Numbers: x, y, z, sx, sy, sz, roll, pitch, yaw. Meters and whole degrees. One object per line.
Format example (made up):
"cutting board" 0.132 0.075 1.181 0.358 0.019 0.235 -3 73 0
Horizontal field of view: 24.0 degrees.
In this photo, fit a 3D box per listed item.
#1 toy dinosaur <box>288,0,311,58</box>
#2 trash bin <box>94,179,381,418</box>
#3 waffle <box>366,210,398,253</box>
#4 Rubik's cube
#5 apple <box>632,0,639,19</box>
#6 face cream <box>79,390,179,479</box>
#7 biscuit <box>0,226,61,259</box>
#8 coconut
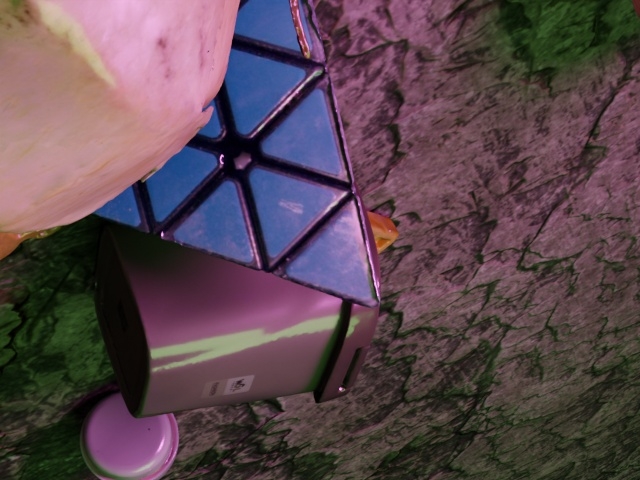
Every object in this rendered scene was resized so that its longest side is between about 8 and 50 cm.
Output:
"toy dinosaur" 0.118 -0.286 1.231 0.327 0.113 0.206 -17 151 -31
"trash bin" -0.085 0.057 1.524 0.250 0.219 0.220 -10 147 -21
"waffle" 0.000 0.000 1.722 0.125 0.032 0.191 -38 151 22
"Rubik's cube" -0.058 -0.083 1.358 0.233 0.228 0.228 38 152 -29
"apple" 0.473 -0.277 1.367 0.391 0.346 0.391 -20 149 -12
"face cream" -0.226 0.239 1.800 0.117 0.117 0.104 -26 161 -10
"biscuit" -0.287 -0.023 1.363 0.184 0.027 0.133 -28 156 -6
"coconut" -0.207 -0.167 0.868 0.352 0.353 0.353 -25 154 -13
